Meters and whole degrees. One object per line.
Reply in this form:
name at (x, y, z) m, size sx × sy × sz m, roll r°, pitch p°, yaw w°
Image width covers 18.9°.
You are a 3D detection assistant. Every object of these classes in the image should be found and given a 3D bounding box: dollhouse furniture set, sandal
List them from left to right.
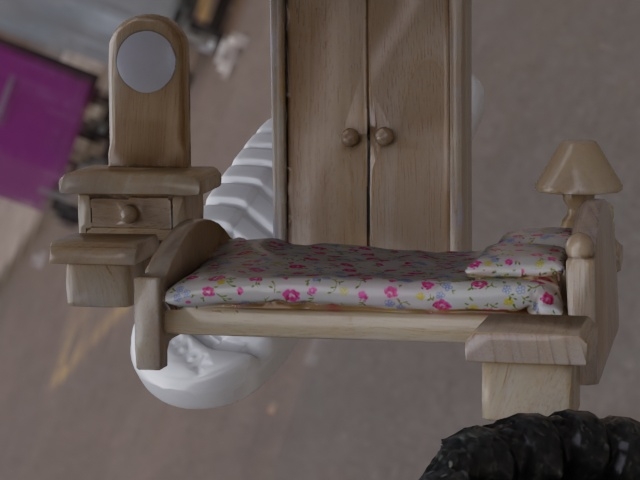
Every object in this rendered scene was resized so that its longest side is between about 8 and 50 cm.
dollhouse furniture set at (-0.016, -0.041, 0.886) m, size 0.355 × 0.303 × 0.174 m, roll -32°, pitch -58°, yaw -77°
sandal at (-0.012, -0.005, 1.583) m, size 0.416 × 0.169 × 0.102 m, roll -46°, pitch -37°, yaw -31°

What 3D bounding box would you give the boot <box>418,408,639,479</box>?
boot at (-0.016, 0.147, 0.637) m, size 0.260 × 0.347 × 0.131 m, roll 138°, pitch 126°, yaw -62°
